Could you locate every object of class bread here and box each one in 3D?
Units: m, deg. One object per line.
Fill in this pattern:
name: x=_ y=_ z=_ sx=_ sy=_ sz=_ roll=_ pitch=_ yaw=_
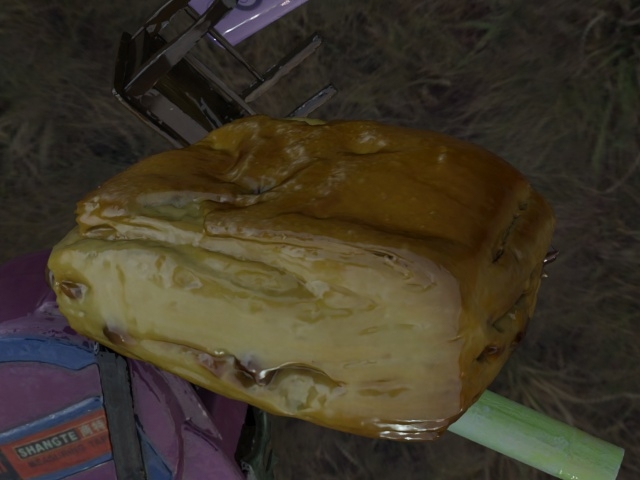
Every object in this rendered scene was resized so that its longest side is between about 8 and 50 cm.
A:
bread: x=0.000 y=0.000 z=0.539 sx=0.235 sy=0.210 sz=0.099 roll=15 pitch=119 yaw=23

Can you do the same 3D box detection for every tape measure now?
tape measure: x=-0.182 y=0.126 z=0.772 sx=0.231 sy=0.149 sz=0.245 roll=-19 pitch=116 yaw=17

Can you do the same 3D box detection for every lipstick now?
lipstick: x=0.250 y=0.251 z=1.355 sx=0.304 sy=0.076 sz=0.076 roll=23 pitch=94 yaw=13

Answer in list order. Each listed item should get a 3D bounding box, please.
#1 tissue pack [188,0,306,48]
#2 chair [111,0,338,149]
tissue pack: x=-0.067 y=-0.446 z=1.341 sx=0.338 sy=0.160 sz=0.242 roll=-24 pitch=127 yaw=29
chair: x=-0.152 y=-0.127 z=1.064 sx=0.319 sy=0.160 sz=0.186 roll=-39 pitch=121 yaw=18
